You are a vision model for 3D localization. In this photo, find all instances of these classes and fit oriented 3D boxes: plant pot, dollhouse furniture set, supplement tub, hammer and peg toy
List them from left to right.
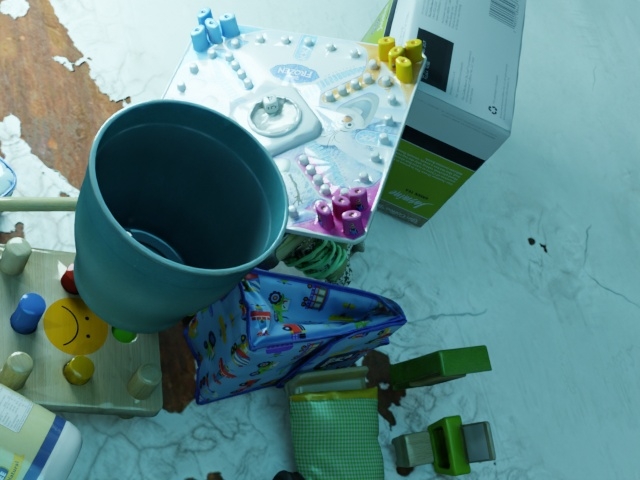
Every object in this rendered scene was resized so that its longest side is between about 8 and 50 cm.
[{"bbox_3d":[-0.485,0.264,1.533,0.316,0.228,0.228,31,51,-9],"label":"supplement tub"},{"bbox_3d":[-0.368,0.083,1.778,0.266,0.127,0.361,7,55,-25],"label":"hammer and peg toy"},{"bbox_3d":[-0.218,-0.009,1.667,0.271,0.255,0.272,15,52,-21],"label":"plant pot"},{"bbox_3d":[0.112,0.281,1.872,0.301,0.151,0.198,-3,79,-32],"label":"dollhouse furniture set"}]

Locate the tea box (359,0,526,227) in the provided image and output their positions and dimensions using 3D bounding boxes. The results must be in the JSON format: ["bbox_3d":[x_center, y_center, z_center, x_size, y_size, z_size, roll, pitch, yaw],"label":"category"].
[{"bbox_3d":[0.180,-0.262,2.163,0.220,0.323,0.329,23,54,-14],"label":"tea box"}]

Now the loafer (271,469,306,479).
[{"bbox_3d":[-0.001,0.433,1.802,0.078,0.080,0.220,-23,84,-41],"label":"loafer"}]

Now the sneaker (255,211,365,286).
[{"bbox_3d":[0.000,0.000,1.952,0.182,0.158,0.410,60,23,-5],"label":"sneaker"}]

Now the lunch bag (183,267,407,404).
[{"bbox_3d":[-0.028,0.144,1.865,0.293,0.221,0.138,1,61,-28],"label":"lunch bag"}]

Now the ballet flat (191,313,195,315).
[{"bbox_3d":[-0.204,0.014,1.949,0.077,0.077,0.231,9,54,-44],"label":"ballet flat"}]

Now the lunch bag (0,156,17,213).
[{"bbox_3d":[-0.568,-0.099,1.801,0.219,0.090,0.176,42,51,0],"label":"lunch bag"}]

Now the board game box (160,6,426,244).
[{"bbox_3d":[-0.071,-0.191,1.871,0.390,0.050,0.390,11,55,14],"label":"board game box"}]
